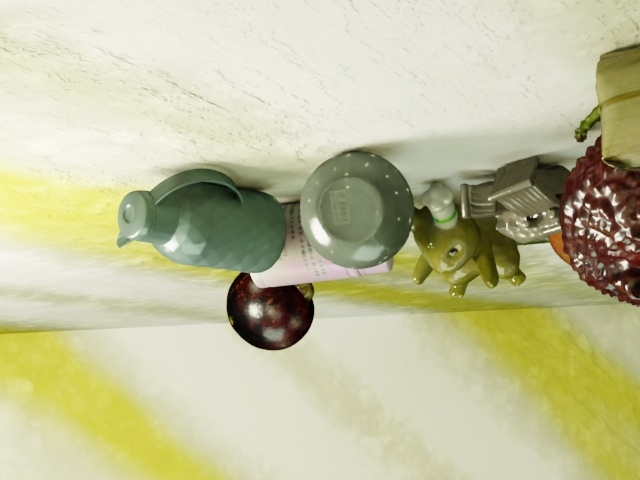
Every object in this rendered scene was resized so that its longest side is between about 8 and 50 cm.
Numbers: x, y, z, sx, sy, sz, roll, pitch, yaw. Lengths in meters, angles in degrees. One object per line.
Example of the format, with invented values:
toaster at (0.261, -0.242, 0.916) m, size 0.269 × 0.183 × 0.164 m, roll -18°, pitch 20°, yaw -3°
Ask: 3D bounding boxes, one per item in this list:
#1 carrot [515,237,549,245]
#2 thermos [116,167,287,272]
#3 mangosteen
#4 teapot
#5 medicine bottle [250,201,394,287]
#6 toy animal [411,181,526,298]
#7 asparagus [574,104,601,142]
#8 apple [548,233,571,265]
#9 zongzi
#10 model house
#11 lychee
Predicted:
carrot at (0.470, -0.023, 2.154) m, size 0.358 × 0.074 × 0.074 m, roll -9°, pitch 168°, yaw 25°
thermos at (-0.189, -0.036, 1.639) m, size 0.286 × 0.145 × 0.182 m, roll 9°, pitch 132°, yaw -48°
mangosteen at (-0.106, 0.141, 2.445) m, size 0.265 × 0.228 × 0.228 m, roll -52°, pitch 150°, yaw 16°
teapot at (0.073, -0.048, 1.624) m, size 0.183 × 0.184 × 0.251 m, roll -8°, pitch 179°, yaw 13°
medicine bottle at (0.000, 0.000, 1.844) m, size 0.254 × 0.152 × 0.152 m, roll -7°, pitch 169°, yaw 11°
toy animal at (0.252, 0.008, 1.933) m, size 0.181 × 0.180 × 0.363 m, roll -7°, pitch 168°, yaw 34°
asparagus at (0.400, -0.181, 1.437) m, size 0.024 × 0.025 × 0.248 m, roll -47°, pitch 173°, yaw -9°
apple at (0.531, -0.027, 1.907) m, size 0.181 × 0.181 × 0.168 m, roll -1°, pitch -170°, yaw -18°
zongzi at (0.600, -0.177, 1.180) m, size 0.447 × 0.181 × 0.418 m, roll 0°, pitch 167°, yaw -33°
model house at (0.348, -0.070, 1.724) m, size 0.188 × 0.122 × 0.229 m, roll 6°, pitch 166°, yaw -42°
lychee at (0.498, -0.041, 1.461) m, size 0.306 × 0.330 × 0.306 m, roll 26°, pitch 151°, yaw 16°
